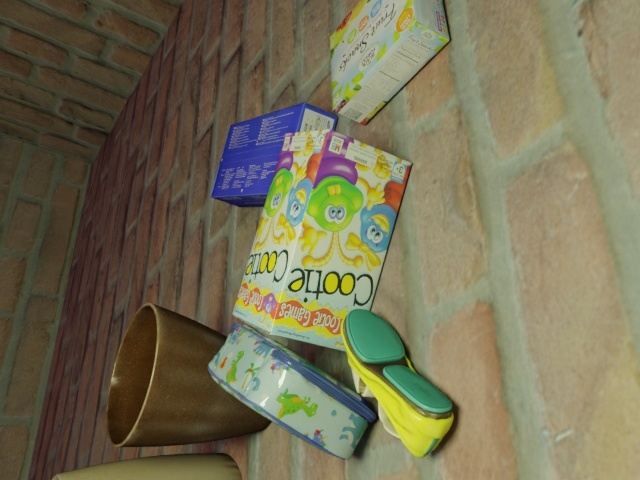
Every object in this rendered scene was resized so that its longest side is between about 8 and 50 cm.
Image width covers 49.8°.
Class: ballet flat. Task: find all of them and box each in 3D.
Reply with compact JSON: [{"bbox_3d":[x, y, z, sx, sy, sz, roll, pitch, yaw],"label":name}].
[{"bbox_3d":[0.077,0.167,0.816,0.231,0.077,0.077,-132,49,-57],"label":"ballet flat"}]

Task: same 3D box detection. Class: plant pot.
[{"bbox_3d":[-0.300,0.457,1.108,0.256,0.274,0.257,-37,44,47],"label":"plant pot"},{"bbox_3d":[-0.187,0.228,1.083,0.215,0.230,0.215,-39,42,47],"label":"plant pot"}]

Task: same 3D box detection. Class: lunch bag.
[{"bbox_3d":[-0.040,0.196,0.901,0.090,0.176,0.219,-56,24,-12],"label":"lunch bag"}]

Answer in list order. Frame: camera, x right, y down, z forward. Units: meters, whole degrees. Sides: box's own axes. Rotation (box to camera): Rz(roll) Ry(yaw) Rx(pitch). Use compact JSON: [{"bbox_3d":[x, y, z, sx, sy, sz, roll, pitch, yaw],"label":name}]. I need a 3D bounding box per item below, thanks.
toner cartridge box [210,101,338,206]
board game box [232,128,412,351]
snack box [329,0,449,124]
[{"bbox_3d":[-0.100,-0.152,1.316,0.347,0.075,0.165,5,78,62],"label":"toner cartridge box"},{"bbox_3d":[0.000,0.000,0.971,0.142,0.144,0.275,12,85,62],"label":"board game box"},{"bbox_3d":[0.097,-0.309,1.054,0.207,0.070,0.175,-41,40,46],"label":"snack box"}]
